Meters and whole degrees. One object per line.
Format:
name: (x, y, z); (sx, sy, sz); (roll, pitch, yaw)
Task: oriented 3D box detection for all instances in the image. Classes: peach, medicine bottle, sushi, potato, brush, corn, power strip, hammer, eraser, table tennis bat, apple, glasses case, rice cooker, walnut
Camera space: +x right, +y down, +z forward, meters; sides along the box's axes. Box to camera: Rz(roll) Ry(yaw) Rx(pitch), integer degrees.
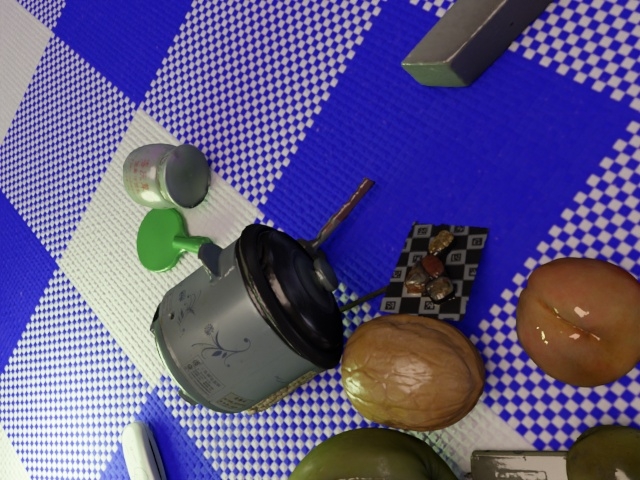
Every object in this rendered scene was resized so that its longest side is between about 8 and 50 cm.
peach: (0.357, 0.109, 0.757); (0.184, 0.184, 0.184); (-4, 82, 31)
medicine bottle: (-0.339, -0.142, 1.231); (0.143, 0.147, 0.147); (5, 87, 31)
sushi: (0.182, 0.032, 0.893); (0.139, 0.031, 0.200); (3, 49, 30)
potato: (0.428, 0.349, 0.702); (0.169, 0.143, 0.248); (-47, 62, 7)
brush: (0.000, 0.000, 1.046); (0.301, 0.084, 0.071); (-47, 62, 16)
corn: (-0.080, 0.258, 1.067); (0.211, 0.087, 0.087); (-36, 67, 19)
power strip: (0.302, 0.359, 0.846); (0.169, 0.028, 0.076); (-11, 79, 29)
hammer: (0.112, 0.092, 1.000); (0.292, 0.029, 0.058); (-29, 68, 28)
eraser: (0.291, -0.381, 0.891); (0.352, 0.111, 0.077); (-46, 62, 20)
table tennis bat: (-0.342, 0.001, 1.285); (0.257, 0.039, 0.160); (8, 88, 37)
apple: (0.096, 0.426, 0.843); (0.258, 0.233, 0.295); (-38, 81, 16)
glasses case: (-0.395, 0.504, 1.248); (0.076, 0.049, 0.197); (-34, 68, 24)
rice cooker: (-0.104, 0.123, 0.916); (0.317, 0.317, 0.264); (-44, 20, 20)
walnut: (0.141, 0.202, 0.866); (0.226, 0.193, 0.192); (-3, 83, 42)
